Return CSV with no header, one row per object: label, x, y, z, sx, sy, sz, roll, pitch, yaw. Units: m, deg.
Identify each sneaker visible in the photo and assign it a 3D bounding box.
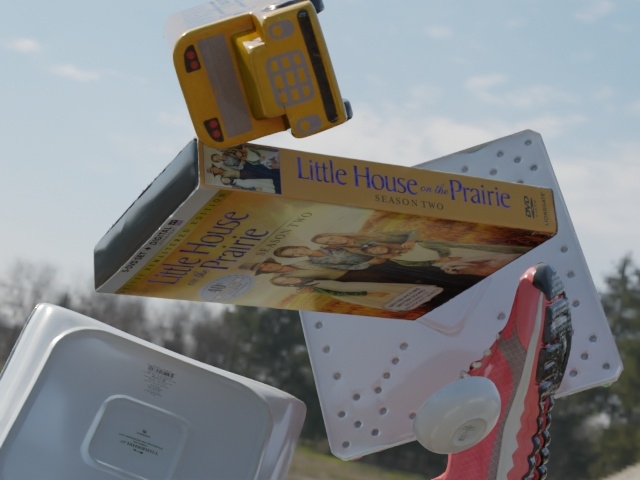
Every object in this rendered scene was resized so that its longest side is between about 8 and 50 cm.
sneaker,0.197,0.174,1.500,0.136,0.314,0.116,12,4,23

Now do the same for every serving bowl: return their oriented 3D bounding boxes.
serving bowl,0.122,0.157,1.139,0.083,0.083,0.027,19,28,-41

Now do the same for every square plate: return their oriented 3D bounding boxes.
square plate,-0.205,0.230,1.434,0.347,0.344,0.049,21,-48,-3

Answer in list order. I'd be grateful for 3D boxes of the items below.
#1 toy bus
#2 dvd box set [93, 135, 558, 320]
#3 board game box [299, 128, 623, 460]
toy bus,-0.065,-0.159,1.176,0.130,0.108,0.333,-17,15,-4
dvd box set,0.000,0.000,1.434,0.420,0.062,0.307,7,-25,-28
board game box,0.166,0.073,1.792,0.390,0.390,0.050,-18,-29,7
